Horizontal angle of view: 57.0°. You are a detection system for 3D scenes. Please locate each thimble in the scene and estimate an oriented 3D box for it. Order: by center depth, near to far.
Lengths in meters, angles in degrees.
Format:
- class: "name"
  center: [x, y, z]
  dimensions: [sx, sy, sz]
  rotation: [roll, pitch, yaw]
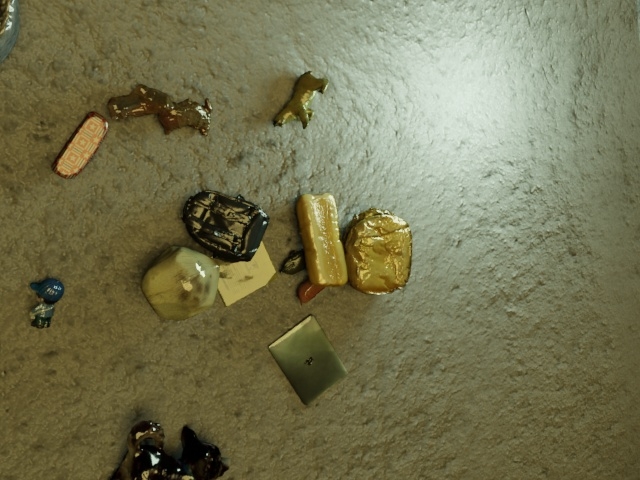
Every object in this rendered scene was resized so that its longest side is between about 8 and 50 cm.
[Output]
- class: "thimble"
  center: [-0.824, -0.520, 1.379]
  dimensions: [0.245, 0.157, 0.217]
  rotation: [-48, 115, -11]

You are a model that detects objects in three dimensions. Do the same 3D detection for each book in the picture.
- class: "book"
  center: [-0.242, 0.089, 1.825]
  dimensions: [0.192, 0.013, 0.168]
  rotation: [-28, 109, -18]

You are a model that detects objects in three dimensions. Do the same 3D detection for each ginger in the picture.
- class: "ginger"
  center: [-0.441, -0.359, 1.635]
  dimensions: [0.290, 0.084, 0.122]
  rotation: [5, 118, -29]

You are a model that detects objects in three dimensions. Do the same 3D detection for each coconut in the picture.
- class: "coconut"
  center: [-0.388, 0.113, 1.663]
  dimensions: [0.224, 0.224, 0.224]
  rotation: [-4, 100, -24]

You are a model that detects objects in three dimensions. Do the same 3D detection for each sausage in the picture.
- class: "sausage"
  center: [-0.014, 0.142, 1.914]
  dimensions: [0.169, 0.065, 0.065]
  rotation: [-40, 112, -15]

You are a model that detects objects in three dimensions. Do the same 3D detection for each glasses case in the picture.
- class: "glasses case"
  center: [-0.635, -0.250, 1.569]
  dimensions: [0.073, 0.049, 0.194]
  rotation: [36, 83, -27]

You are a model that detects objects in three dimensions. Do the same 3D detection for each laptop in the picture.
- class: "laptop"
  center: [-0.038, 0.401, 1.968]
  dimensions: [0.188, 0.015, 0.269]
  rotation: [-35, 111, -16]

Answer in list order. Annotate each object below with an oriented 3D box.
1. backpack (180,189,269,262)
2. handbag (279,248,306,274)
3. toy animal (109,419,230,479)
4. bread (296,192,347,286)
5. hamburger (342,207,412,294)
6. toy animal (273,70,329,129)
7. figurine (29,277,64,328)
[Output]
- class: "backpack"
  center: [-0.280, -0.047, 1.728]
  dimensions: [0.258, 0.133, 0.206]
  rotation: [25, 80, -16]
- class: "handbag"
  center: [-0.082, 0.071, 1.877]
  dimensions: [0.111, 0.047, 0.072]
  rotation: [-33, 114, -17]
- class: "toy animal"
  center: [-0.424, 0.665, 1.736]
  dimensions: [0.344, 0.194, 0.302]
  rotation: [6, 101, -31]
- class: "bread"
  center: [0.000, 0.000, 1.852]
  dimensions: [0.142, 0.091, 0.305]
  rotation: [-7, 86, -27]
- class: "hamburger"
  center: [0.187, 0.035, 1.947]
  dimensions: [0.260, 0.144, 0.283]
  rotation: [6, 99, -23]
- class: "toy animal"
  center: [-0.058, -0.421, 1.796]
  dimensions: [0.101, 0.103, 0.218]
  rotation: [27, 89, -7]
- class: "figurine"
  center: [-0.732, 0.169, 1.578]
  dimensions: [0.077, 0.079, 0.136]
  rotation: [-1, 96, -67]
